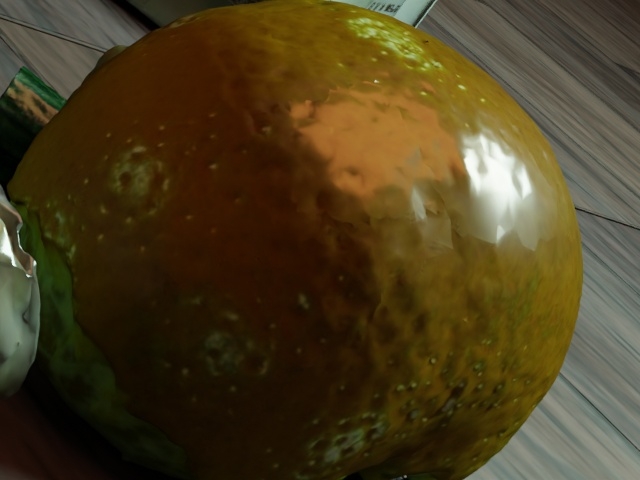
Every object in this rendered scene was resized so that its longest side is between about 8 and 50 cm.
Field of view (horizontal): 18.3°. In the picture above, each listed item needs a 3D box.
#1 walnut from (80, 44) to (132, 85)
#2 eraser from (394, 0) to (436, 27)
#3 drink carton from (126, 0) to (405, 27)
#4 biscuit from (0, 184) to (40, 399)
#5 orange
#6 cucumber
[{"bbox_3d":[-0.068,-0.051,0.880,0.092,0.092,0.092,31,16,-10],"label":"walnut"},{"bbox_3d":[0.063,-0.199,1.536,0.052,0.095,0.225,37,15,-5],"label":"eraser"},{"bbox_3d":[-0.102,-0.237,1.258,0.324,0.132,0.194,39,16,11],"label":"drink carton"},{"bbox_3d":[-0.209,-0.059,0.613,0.281,0.084,0.179,43,19,27],"label":"biscuit"},{"bbox_3d":[0.005,-0.003,0.728,0.179,0.158,0.237,54,20,26],"label":"orange"},{"bbox_3d":[-0.095,-0.024,0.801,0.105,0.048,0.048,35,16,4],"label":"cucumber"}]
